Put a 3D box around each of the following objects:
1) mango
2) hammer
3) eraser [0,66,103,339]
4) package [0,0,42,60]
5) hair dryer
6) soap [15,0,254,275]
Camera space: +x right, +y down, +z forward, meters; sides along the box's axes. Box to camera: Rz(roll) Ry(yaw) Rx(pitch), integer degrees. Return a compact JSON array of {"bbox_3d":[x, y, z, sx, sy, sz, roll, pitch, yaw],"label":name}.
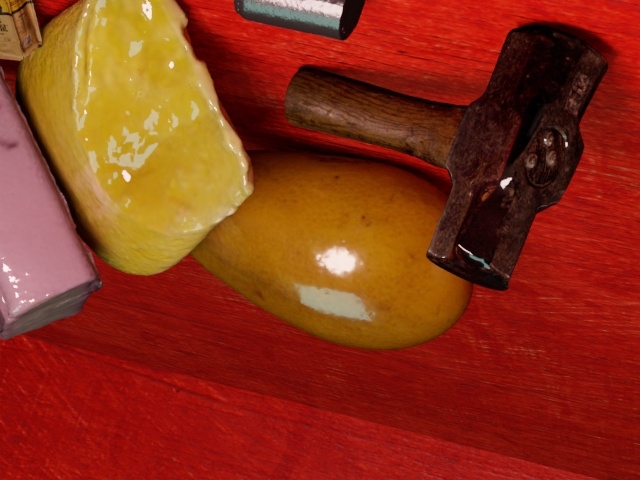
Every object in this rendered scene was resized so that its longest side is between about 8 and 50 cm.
[{"bbox_3d":[0.000,0.000,2.194,0.378,0.221,0.264,18,-175,0],"label":"mango"},{"bbox_3d":[0.086,-0.112,1.834,0.095,0.242,0.408,27,175,-40],"label":"hammer"},{"bbox_3d":[-0.389,-0.074,2.149,0.122,0.359,0.272,-23,176,-17],"label":"eraser"},{"bbox_3d":[-0.350,-0.259,1.994,0.071,0.047,0.131,7,124,31],"label":"package"},{"bbox_3d":[-0.029,-0.265,1.651,0.114,0.071,0.248,13,160,12],"label":"hair dryer"},{"bbox_3d":[-0.231,-0.111,2.070,0.306,0.115,0.427,56,153,-2],"label":"soap"}]
